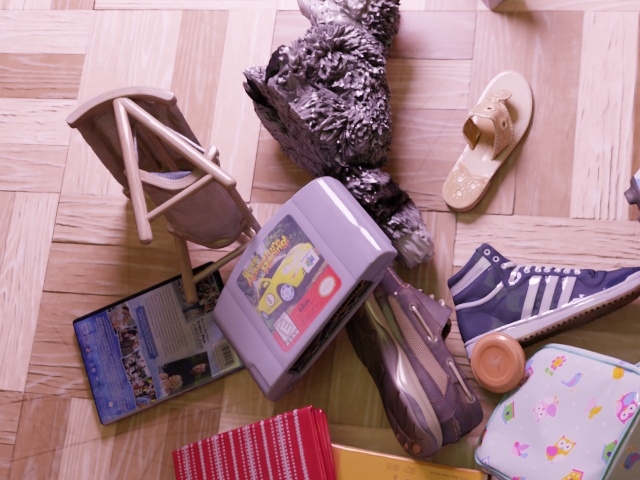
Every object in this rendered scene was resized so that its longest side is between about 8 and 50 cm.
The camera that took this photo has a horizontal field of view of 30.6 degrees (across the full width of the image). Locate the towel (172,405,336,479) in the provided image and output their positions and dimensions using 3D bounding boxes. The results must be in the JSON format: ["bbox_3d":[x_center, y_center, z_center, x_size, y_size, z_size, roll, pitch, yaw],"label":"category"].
[{"bbox_3d":[-0.091,0.364,1.678,0.274,0.031,0.199,-22,70,30],"label":"towel"}]

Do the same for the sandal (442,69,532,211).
[{"bbox_3d":[0.250,-0.160,1.754,0.088,0.079,0.240,24,82,19],"label":"sandal"}]

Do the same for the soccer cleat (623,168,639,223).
[{"bbox_3d":[0.547,0.015,1.599,0.143,0.116,0.331,-35,66,23],"label":"soccer cleat"}]

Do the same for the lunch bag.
[{"bbox_3d":[0.343,0.251,1.524,0.108,0.279,0.224,38,81,-23],"label":"lunch bag"}]

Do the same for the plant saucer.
[{"bbox_3d":[0.244,0.169,1.617,0.083,0.013,0.084,2,94,37],"label":"plant saucer"}]

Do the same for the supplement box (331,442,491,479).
[{"bbox_3d":[0.120,0.344,1.648,0.233,0.080,0.078,8,79,18],"label":"supplement box"}]

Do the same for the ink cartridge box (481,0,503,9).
[{"bbox_3d":[0.251,-0.434,1.801,0.056,0.135,0.099,-35,70,-1],"label":"ink cartridge box"}]

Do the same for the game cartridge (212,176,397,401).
[{"bbox_3d":[-0.034,0.062,1.690,0.294,0.060,0.196,-52,50,19],"label":"game cartridge"}]

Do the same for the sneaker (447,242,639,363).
[{"bbox_3d":[0.317,0.057,1.666,0.282,0.099,0.153,-23,72,10],"label":"sneaker"}]

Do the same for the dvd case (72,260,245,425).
[{"bbox_3d":[-0.251,0.159,1.823,0.253,0.022,0.180,-23,70,7],"label":"dvd case"}]

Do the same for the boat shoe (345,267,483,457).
[{"bbox_3d":[0.125,0.140,1.694,0.130,0.132,0.356,-14,65,-17],"label":"boat shoe"}]

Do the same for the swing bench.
[{"bbox_3d":[-0.219,-0.083,1.748,0.165,0.253,0.255,-33,65,-3],"label":"swing bench"}]

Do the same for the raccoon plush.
[{"bbox_3d":[0.094,-0.210,1.798,0.299,0.216,0.446,-40,98,-13],"label":"raccoon plush"}]
